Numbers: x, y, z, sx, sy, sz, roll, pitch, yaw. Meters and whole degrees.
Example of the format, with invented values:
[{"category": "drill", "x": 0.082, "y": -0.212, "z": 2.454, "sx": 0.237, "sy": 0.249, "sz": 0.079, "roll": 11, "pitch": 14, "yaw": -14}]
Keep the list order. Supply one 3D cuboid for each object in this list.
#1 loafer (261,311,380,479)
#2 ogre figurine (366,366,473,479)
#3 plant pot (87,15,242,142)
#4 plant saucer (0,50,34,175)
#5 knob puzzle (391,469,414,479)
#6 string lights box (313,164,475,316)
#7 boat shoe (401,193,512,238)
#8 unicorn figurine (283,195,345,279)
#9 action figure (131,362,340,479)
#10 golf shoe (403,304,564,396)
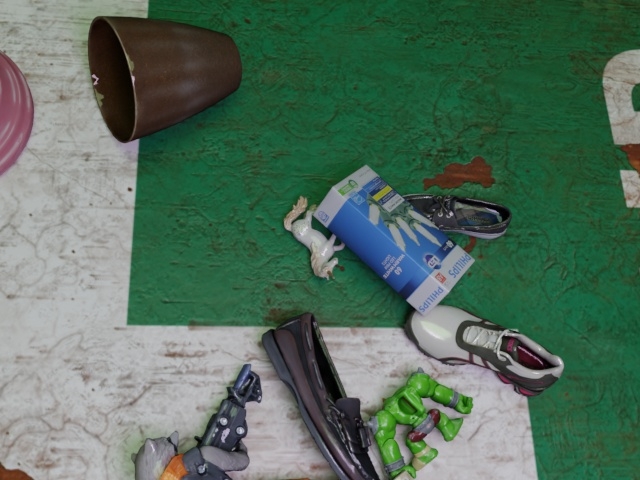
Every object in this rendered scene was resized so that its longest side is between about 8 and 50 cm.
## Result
[{"category": "loafer", "x": 0.015, "y": 0.248, "z": 1.172, "sx": 0.095, "sy": 0.109, "sz": 0.303, "roll": -35, "pitch": 68, "yaw": 5}, {"category": "ogre figurine", "x": 0.156, "y": 0.290, "z": 1.208, "sx": 0.197, "sy": 0.097, "sz": 0.118, "roll": -40, "pitch": 90, "yaw": -9}, {"category": "plant pot", "x": -0.265, "y": -0.302, "z": 1.334, "sx": 0.230, "sy": 0.215, "sz": 0.216, "roll": -17, "pitch": 71, "yaw": -30}, {"category": "plant saucer", "x": -0.674, "y": -0.232, "z": 1.289, "sx": 0.331, "sy": 0.084, "sz": 0.333, "roll": 3, "pitch": 67, "yaw": -8}, {"category": "knob puzzle", "x": 0.114, "y": 0.476, "z": 1.129, "sx": 0.213, "sy": 0.030, "sz": 0.213, "roll": 0, "pitch": 89, "yaw": -8}, {"category": "string lights box", "x": 0.128, "y": -0.004, "z": 1.296, "sx": 0.259, "sy": 0.077, "sz": 0.133, "roll": 42, "pitch": 38, "yaw": 8}, {"category": "boat shoe", "x": 0.240, "y": -0.050, "z": 1.368, "sx": 0.228, "sy": 0.076, "sz": 0.080, "roll": 11, "pitch": 67, "yaw": -5}, {"category": "unicorn figurine", "x": 0.000, "y": 0.000, "z": 1.325, "sx": 0.161, "sy": 0.060, "sz": 0.111, "roll": 35, "pitch": 67, "yaw": 23}, {"category": "action figure", "x": -0.112, "y": 0.349, "z": 1.100, "sx": 0.330, "sy": 0.178, "sz": 0.342, "roll": 22, "pitch": 68, "yaw": -10}, {"category": "golf shoe", "x": 0.279, "y": 0.169, "z": 1.264, "sx": 0.272, "sy": 0.120, "sz": 0.105, "roll": 22, "pitch": 68, "yaw": 1}]
